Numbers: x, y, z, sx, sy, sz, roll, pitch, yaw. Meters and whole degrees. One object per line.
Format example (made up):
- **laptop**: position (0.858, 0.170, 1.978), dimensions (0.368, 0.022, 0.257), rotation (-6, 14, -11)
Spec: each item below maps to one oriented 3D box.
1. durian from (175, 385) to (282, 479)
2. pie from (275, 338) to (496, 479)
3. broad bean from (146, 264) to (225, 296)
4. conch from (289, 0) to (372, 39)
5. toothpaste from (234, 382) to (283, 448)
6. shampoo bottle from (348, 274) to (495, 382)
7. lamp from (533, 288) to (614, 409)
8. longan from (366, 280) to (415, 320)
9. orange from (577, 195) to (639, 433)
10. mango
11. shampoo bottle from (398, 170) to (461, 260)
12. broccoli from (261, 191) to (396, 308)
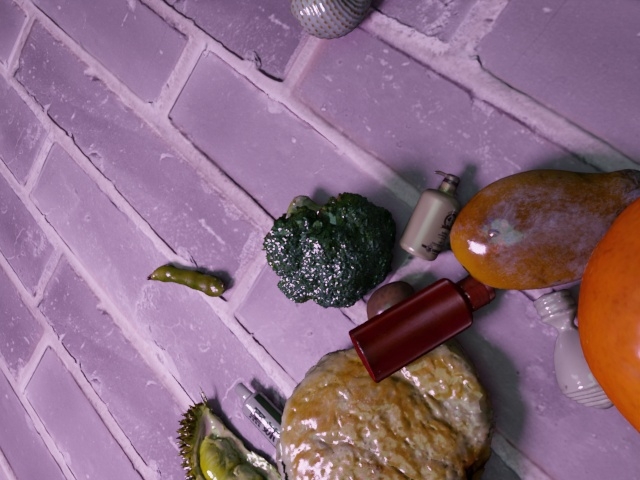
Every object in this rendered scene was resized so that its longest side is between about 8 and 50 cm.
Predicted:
- **durian**: position (-0.213, 0.527, 1.113), dimensions (0.351, 0.158, 0.169), rotation (36, 70, 24)
- **pie**: position (0.117, 0.375, 0.891), dimensions (0.394, 0.180, 0.419), rotation (-3, 76, 17)
- **broad bean**: position (-0.331, 0.097, 1.203), dimensions (0.256, 0.053, 0.052), rotation (8, 130, 29)
- **conch**: position (0.035, -0.490, 0.983), dimensions (0.199, 0.131, 0.173), rotation (2, 61, 1)
- **toothpaste**: position (-0.050, 0.448, 1.035), dimensions (0.392, 0.061, 0.099), rotation (39, 111, 22)
- **shampoo bottle**: position (0.183, 0.140, 0.847), dimensions (0.260, 0.064, 0.102), rotation (-29, 88, -9)
- **lamp**: position (0.413, 0.173, 0.777), dimensions (0.106, 0.106, 0.193), rotation (-30, 68, 24)
- **longan**: position (0.139, 0.126, 0.924), dimensions (0.092, 0.113, 0.113), rotation (36, 105, 18)
- **orange**: position (0.543, 0.096, 0.581), dimensions (0.423, 0.326, 0.425), rotation (-1, 86, 14)
- **mango**: position (0.372, -0.024, 0.786), dimensions (0.316, 0.146, 0.193), rotation (-17, 82, 12)
- **shampoo bottle**: position (0.213, -0.047, 0.900), dimensions (0.079, 0.079, 0.162), rotation (30, 102, 25)
- **broccoli**: position (0.000, 0.000, 0.945), dimensions (0.269, 0.269, 0.254), rotation (43, 102, 22)
